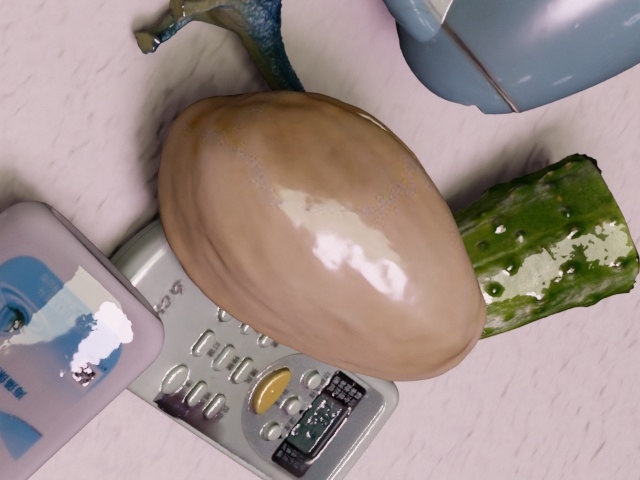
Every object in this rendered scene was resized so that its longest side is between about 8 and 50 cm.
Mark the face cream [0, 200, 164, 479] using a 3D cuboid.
[{"bbox_3d":[-0.283,0.130,1.378,0.337,0.080,0.163,-42,106,1],"label":"face cream"}]

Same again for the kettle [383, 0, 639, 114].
[{"bbox_3d":[0.182,-0.258,1.397,0.342,0.247,0.319,-42,136,6],"label":"kettle"}]

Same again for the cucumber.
[{"bbox_3d":[0.141,0.025,1.563,0.244,0.134,0.134,-21,118,-17],"label":"cucumber"}]

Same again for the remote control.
[{"bbox_3d":[-0.066,0.101,1.514,0.296,0.056,0.140,39,86,-34],"label":"remote control"}]

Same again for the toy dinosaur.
[{"bbox_3d":[-0.064,-0.221,1.379,0.147,0.076,0.363,-19,124,-31],"label":"toy dinosaur"}]

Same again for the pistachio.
[{"bbox_3d":[0.000,0.000,1.409,0.197,0.166,0.288,-42,106,10],"label":"pistachio"}]
